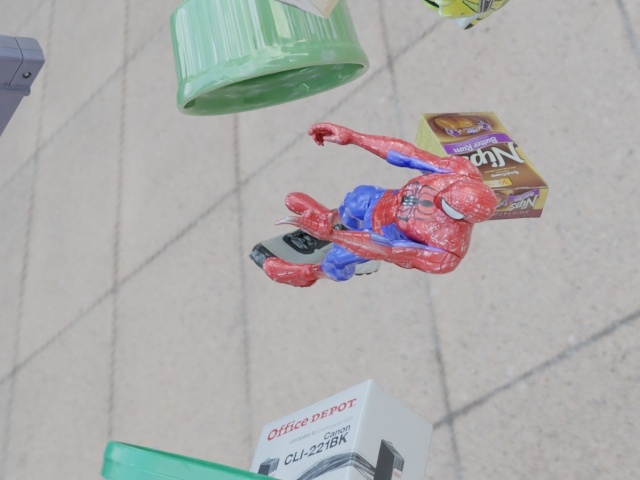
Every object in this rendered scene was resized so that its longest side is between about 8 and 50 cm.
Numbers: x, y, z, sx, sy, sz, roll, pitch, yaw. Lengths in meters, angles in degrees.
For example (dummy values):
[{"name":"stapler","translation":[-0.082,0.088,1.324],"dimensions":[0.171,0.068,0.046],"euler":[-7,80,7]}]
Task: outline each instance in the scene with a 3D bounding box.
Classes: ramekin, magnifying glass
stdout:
[{"name":"ramekin","translation":[-0.087,-0.301,1.707],"dimensions":[0.303,0.303,0.148],"euler":[-15,87,48]},{"name":"magnifying glass","translation":[-0.019,0.123,0.515],"dimensions":[0.231,0.092,0.026],"euler":[0,73,46]}]

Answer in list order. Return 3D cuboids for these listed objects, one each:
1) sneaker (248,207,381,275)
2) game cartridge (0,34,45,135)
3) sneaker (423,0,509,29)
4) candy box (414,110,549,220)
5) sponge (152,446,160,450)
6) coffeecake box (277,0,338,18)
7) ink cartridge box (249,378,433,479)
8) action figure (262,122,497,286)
[{"name":"sneaker","translation":[0.000,0.000,1.713],"dimensions":[0.100,0.271,0.108],"euler":[38,122,33]},{"name":"game cartridge","translation":[-0.557,-0.155,1.551],"dimensions":[0.355,0.230,0.068],"euler":[-46,63,38]},{"name":"sneaker","translation":[0.170,-0.337,1.323],"dimensions":[0.145,0.384,0.147],"euler":[38,103,21]},{"name":"candy box","translation":[0.205,-0.099,1.439],"dimensions":[0.187,0.109,0.053],"euler":[-114,26,-48]},{"name":"sponge","translation":[-0.202,0.351,1.247],"dimensions":[0.210,0.117,0.031],"euler":[-54,9,-11]},{"name":"coffeecake box","translation":[-0.070,-0.307,1.080],"dimensions":[0.142,0.185,0.068],"euler":[32,87,48]},{"name":"ink cartridge box","translation":[0.003,0.315,1.257],"dimensions":[0.197,0.114,0.273],"euler":[-30,29,38]},{"name":"action figure","translation":[0.009,-0.024,0.773],"dimensions":[0.280,0.139,0.092],"euler":[-10,61,62]}]
